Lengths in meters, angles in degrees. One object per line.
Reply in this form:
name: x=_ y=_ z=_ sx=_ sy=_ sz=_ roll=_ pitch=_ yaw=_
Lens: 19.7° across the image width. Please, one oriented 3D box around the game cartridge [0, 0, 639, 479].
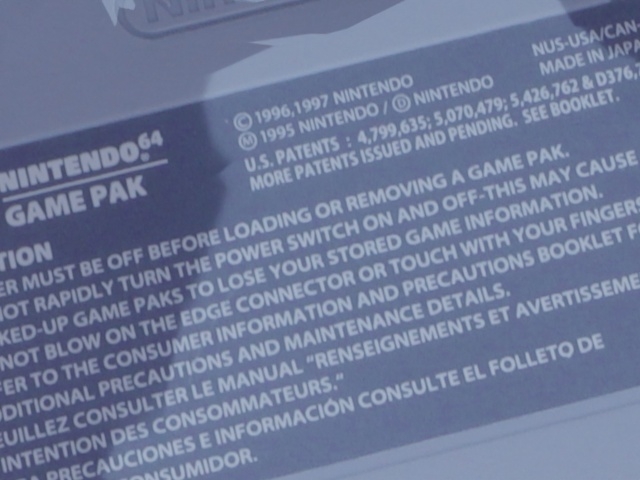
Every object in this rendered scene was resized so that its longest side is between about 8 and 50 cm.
game cartridge: x=0.000 y=0.000 z=0.474 sx=0.294 sy=0.060 sz=0.196 roll=-13 pitch=79 yaw=-3
